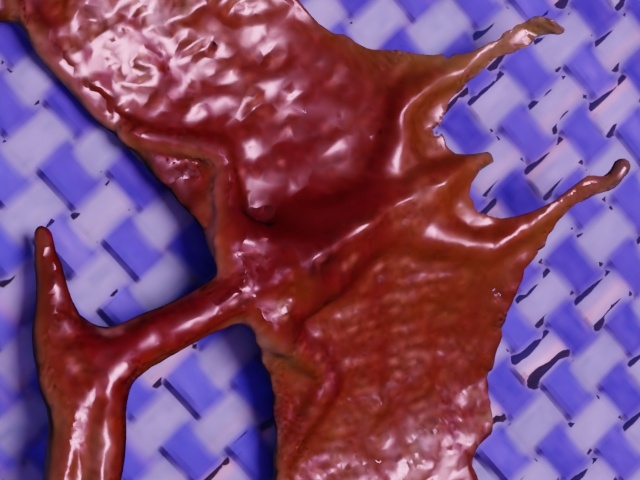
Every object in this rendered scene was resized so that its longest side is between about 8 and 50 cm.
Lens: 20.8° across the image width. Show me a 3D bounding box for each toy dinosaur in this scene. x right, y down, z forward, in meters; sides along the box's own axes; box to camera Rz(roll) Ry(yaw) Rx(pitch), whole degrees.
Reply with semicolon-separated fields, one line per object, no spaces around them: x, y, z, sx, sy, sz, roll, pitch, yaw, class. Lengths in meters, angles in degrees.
0.005;-0.009;0.512;0.207;0.113;0.327;-2;90;-15;toy dinosaur
